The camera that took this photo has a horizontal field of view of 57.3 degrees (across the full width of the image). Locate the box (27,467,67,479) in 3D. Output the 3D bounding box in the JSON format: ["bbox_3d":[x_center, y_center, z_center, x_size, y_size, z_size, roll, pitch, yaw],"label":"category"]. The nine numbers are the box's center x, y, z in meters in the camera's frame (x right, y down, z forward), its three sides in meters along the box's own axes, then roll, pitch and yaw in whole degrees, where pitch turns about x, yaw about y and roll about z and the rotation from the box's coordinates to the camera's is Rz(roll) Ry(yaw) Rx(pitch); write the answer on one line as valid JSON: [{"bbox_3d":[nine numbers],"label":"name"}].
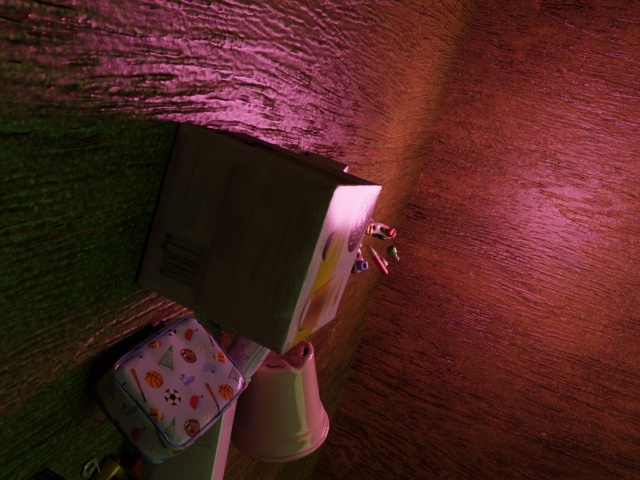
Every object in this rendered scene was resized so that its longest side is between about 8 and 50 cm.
[{"bbox_3d":[-0.525,0.487,1.101,0.062,0.052,0.083,-19,128,-67],"label":"box"}]

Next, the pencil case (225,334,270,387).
[{"bbox_3d":[-0.193,0.297,1.648,0.273,0.114,0.124,-56,-165,17],"label":"pencil case"}]

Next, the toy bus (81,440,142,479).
[{"bbox_3d":[-0.452,0.570,1.333,0.202,0.105,0.190,-9,120,-71],"label":"toy bus"}]

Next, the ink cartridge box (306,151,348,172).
[{"bbox_3d":[-0.009,-0.144,1.740,0.128,0.127,0.176,-51,156,-45],"label":"ink cartridge box"}]

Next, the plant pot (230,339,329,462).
[{"bbox_3d":[-0.136,0.473,1.882,0.334,0.334,0.305,-40,136,-57],"label":"plant pot"}]

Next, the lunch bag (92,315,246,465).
[{"bbox_3d":[-0.310,0.298,1.237,0.115,0.243,0.303,-44,177,28],"label":"lunch bag"}]

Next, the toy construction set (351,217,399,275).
[{"bbox_3d":[0.146,-0.022,2.170,0.258,0.309,0.237,-36,114,-3],"label":"toy construction set"}]

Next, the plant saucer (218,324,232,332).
[{"bbox_3d":[-0.212,0.120,1.606,0.277,0.041,0.277,-56,159,-35],"label":"plant saucer"}]

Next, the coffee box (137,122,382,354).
[{"bbox_3d":[-0.112,-0.018,1.230,0.334,0.338,0.337,-14,125,-69],"label":"coffee box"}]

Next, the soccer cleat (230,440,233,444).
[{"bbox_3d":[-0.315,0.682,2.015,0.036,0.029,0.083,-42,148,-37],"label":"soccer cleat"}]

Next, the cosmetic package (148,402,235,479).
[{"bbox_3d":[-0.310,0.529,1.421,0.197,0.155,0.365,94,6,-77],"label":"cosmetic package"}]
